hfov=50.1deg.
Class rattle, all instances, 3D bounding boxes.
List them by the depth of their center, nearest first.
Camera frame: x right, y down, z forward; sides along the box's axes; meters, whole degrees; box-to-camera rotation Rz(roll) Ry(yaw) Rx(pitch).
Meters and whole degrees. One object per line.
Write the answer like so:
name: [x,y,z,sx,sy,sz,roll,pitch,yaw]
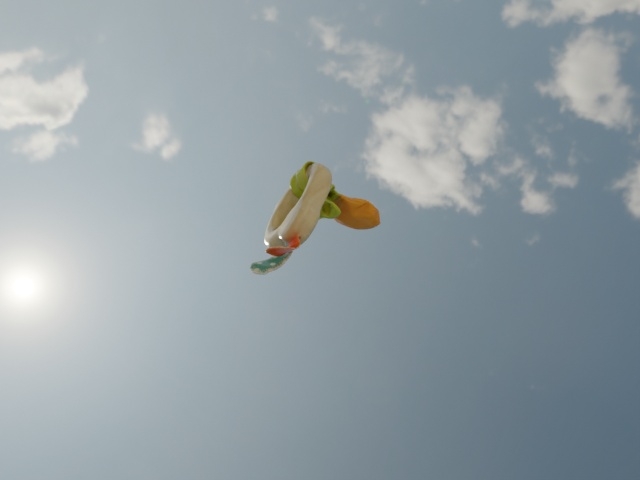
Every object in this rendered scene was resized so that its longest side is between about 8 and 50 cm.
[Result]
rattle: [0.000,0.000,0.844,0.130,0.143,0.200,-35,-156,15]
